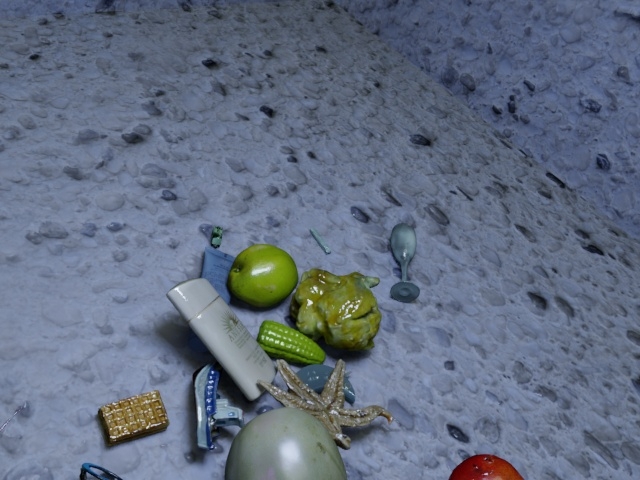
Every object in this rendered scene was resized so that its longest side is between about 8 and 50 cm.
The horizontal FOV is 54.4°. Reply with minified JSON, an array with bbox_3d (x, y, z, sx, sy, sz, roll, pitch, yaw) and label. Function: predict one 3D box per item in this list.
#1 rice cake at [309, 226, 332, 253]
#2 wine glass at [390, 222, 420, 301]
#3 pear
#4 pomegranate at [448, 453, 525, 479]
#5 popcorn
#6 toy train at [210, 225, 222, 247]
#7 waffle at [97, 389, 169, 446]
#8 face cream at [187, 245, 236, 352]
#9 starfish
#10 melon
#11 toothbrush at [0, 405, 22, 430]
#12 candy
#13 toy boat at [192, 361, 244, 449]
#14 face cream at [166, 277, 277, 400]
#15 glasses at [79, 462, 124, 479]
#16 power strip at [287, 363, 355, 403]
[{"bbox_3d":[0.000,0.000,2.148,0.022,0.021,0.121,-19,56,-25],"label":"rice cake"},{"bbox_3d":[0.208,0.046,2.135,0.264,0.096,0.309,15,41,-7],"label":"wine glass"},{"bbox_3d":[-0.176,0.102,1.840,0.219,0.187,0.187,2,44,-35],"label":"pear"},{"bbox_3d":[0.418,0.639,1.518,0.235,0.210,0.210,54,45,-2],"label":"pomegranate"},{"bbox_3d":[0.049,0.201,1.805,0.276,0.225,0.276,6,1,0],"label":"popcorn"},{"bbox_3d":[-0.331,-0.016,1.996,0.033,0.053,0.083,10,44,-13],"label":"toy train"},{"bbox_3d":[-0.446,0.423,1.487,0.148,0.042,0.102,-10,49,-32],"label":"waffle"},{"bbox_3d":[-0.307,0.160,1.801,0.135,0.086,0.385,24,36,-14],"label":"face cream"},{"bbox_3d":[0.020,0.422,1.580,0.375,0.094,0.327,14,23,-26],"label":"starfish"},{"bbox_3d":[-0.074,0.539,1.362,0.268,0.268,0.330,-7,65,-29],"label":"melon"},{"bbox_3d":[-0.711,0.412,1.409,0.006,0.008,0.097,16,40,13],"label":"toothbrush"},{"bbox_3d":[-0.082,0.296,1.748,0.209,0.097,0.097,23,41,-7],"label":"candy"},{"bbox_3d":[-0.253,0.399,1.538,0.115,0.114,0.262,-5,39,-12],"label":"toy boat"},{"bbox_3d":[-0.251,0.242,1.620,0.348,0.081,0.173,53,18,-3],"label":"face cream"},{"bbox_3d":[-0.437,0.579,1.280,0.239,0.102,0.207,30,41,8],"label":"glasses"},{"bbox_3d":[0.005,0.402,1.706,0.216,0.044,0.137,-8,49,-29],"label":"power strip"}]
